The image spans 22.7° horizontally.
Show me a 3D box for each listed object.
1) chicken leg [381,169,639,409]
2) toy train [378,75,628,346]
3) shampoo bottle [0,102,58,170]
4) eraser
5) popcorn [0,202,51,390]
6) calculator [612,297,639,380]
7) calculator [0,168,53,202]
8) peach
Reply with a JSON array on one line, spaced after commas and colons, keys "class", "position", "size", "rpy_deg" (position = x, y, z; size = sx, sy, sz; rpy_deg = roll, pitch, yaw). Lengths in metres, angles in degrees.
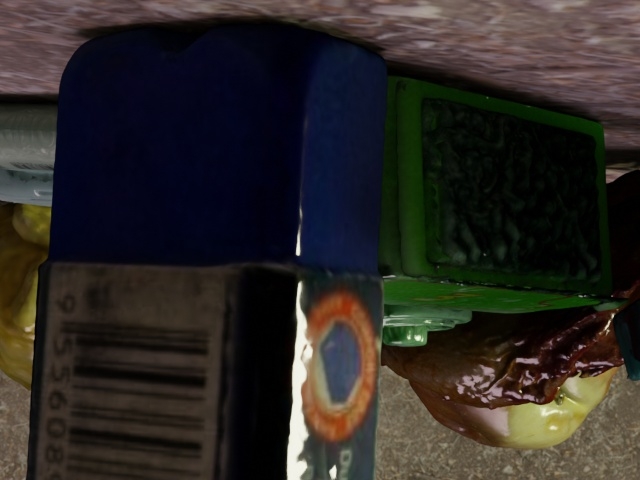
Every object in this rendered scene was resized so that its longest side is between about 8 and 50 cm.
[{"class": "chicken leg", "position": [0.129, 0.027, 1.030], "size": [0.322, 0.083, 0.177], "rpy_deg": [-28, -152, 15]}, {"class": "toy train", "position": [0.046, -0.014, 0.867], "size": [0.188, 0.132, 0.243], "rpy_deg": [-9, 169, 43]}, {"class": "shampoo bottle", "position": [-0.212, -0.065, 0.982], "size": [0.191, 0.041, 0.069], "rpy_deg": [3, -179, 19]}, {"class": "eraser", "position": [-0.056, 0.074, 0.729], "size": [0.155, 0.332, 0.101], "rpy_deg": [1, 175, 34]}, {"class": "popcorn", "position": [-0.224, 0.058, 1.521], "size": [0.252, 0.215, 0.286], "rpy_deg": [10, 172, 5]}, {"class": "calculator", "position": [0.284, 0.007, 0.811], "size": [0.248, 0.058, 0.274], "rpy_deg": [-16, 172, -2]}, {"class": "calculator", "position": [-0.152, -0.042, 1.196], "size": [0.184, 0.042, 0.295], "rpy_deg": [3, 176, 23]}, {"class": "peach", "position": [0.182, 0.098, 1.615], "size": [0.214, 0.214, 0.235], "rpy_deg": [7, -163, -24]}]
